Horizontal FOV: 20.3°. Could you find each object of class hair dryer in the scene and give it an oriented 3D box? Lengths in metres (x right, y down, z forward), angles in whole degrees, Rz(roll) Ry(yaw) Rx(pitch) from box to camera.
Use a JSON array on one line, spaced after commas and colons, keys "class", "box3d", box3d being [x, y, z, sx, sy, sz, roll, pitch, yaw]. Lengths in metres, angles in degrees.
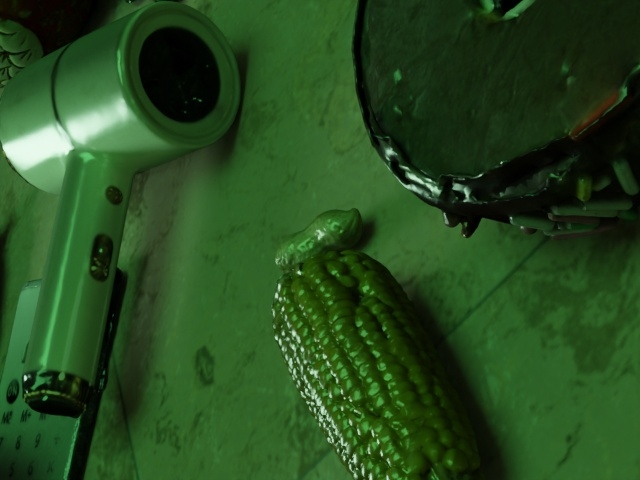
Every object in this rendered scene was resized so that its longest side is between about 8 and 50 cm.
[{"class": "hair dryer", "box3d": [-0.191, -0.009, 1.489, 0.203, 0.128, 0.362, -17, 57, 46]}]

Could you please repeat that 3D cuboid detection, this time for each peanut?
[{"class": "peanut", "box3d": [0.000, 0.000, 1.315, 0.083, 0.037, 0.037, -39, 43, 37]}]

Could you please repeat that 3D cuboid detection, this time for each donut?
[{"class": "donut", "box3d": [0.169, -0.134, 1.086, 0.345, 0.136, 0.259, -38, 46, 36]}]

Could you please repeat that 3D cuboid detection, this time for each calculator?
[{"class": "calculator", "box3d": [-0.243, 0.148, 1.567, 0.161, 0.021, 0.261, -13, 61, 49]}]

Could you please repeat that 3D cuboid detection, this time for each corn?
[{"class": "corn", "box3d": [0.037, 0.094, 1.165, 0.097, 0.097, 0.261, -53, 38, 19]}]

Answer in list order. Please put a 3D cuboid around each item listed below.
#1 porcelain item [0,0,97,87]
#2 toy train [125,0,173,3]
[{"class": "porcelain item", "box3d": [-0.340, -0.280, 1.758, 0.253, 0.253, 0.253, -30, 49, 41]}, {"class": "toy train", "box3d": [-0.163, -0.255, 1.666, 0.081, 0.050, 0.122, -60, 34, 2]}]
